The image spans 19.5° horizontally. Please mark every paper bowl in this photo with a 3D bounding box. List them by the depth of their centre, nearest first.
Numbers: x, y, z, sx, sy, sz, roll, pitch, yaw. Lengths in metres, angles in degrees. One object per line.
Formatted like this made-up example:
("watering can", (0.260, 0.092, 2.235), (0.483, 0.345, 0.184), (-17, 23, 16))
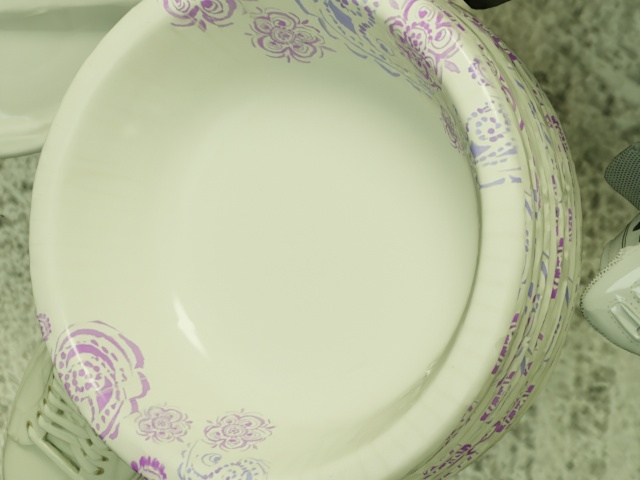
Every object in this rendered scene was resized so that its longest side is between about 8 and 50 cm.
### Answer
("paper bowl", (0.000, 0.000, 0.975), (0.284, 0.148, 0.284), (-2, 85, 27))

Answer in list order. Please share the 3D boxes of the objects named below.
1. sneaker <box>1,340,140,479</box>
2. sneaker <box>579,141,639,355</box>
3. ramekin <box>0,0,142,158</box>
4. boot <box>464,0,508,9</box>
("sneaker", (-0.143, 0.088, 1.167), (0.106, 0.123, 0.290), (39, 120, 8))
("sneaker", (0.203, -0.056, 0.893), (0.210, 0.137, 0.366), (-18, 123, 30))
("ramekin", (-0.178, -0.192, 1.093), (0.273, 0.127, 0.273), (8, 108, 23))
("boot", (0.105, -0.310, 0.888), (0.260, 0.131, 0.348), (39, 109, -9))
